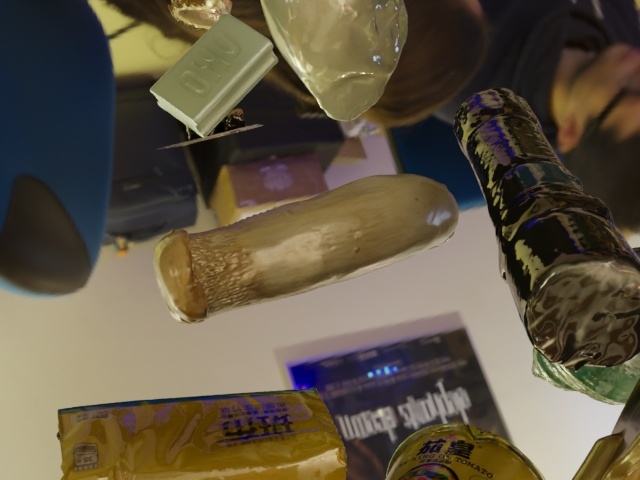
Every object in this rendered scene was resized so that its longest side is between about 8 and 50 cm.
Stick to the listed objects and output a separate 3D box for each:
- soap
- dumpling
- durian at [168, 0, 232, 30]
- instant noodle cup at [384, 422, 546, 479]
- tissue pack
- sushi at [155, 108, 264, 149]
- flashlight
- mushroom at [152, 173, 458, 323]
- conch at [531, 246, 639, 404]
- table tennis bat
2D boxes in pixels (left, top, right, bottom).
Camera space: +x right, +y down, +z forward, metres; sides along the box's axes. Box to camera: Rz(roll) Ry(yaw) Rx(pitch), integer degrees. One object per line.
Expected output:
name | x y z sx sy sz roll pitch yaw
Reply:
soap | -0.182 -0.287 1.600 0.198 0.119 0.066 -49 159 -14
dumpling | 0.020 -0.234 0.916 0.151 0.124 0.229 -24 122 1
durian | -0.224 -0.479 1.834 0.140 0.078 0.224 14 172 -14
instant noodle cup | 0.116 0.283 0.868 0.182 0.182 0.144 -33 177 32
tissue pack | -0.119 0.260 0.917 0.270 0.134 0.192 -4 119 -13
sushi | -0.205 -0.222 1.785 0.192 0.043 0.279 -13 -174 4
flashlight | 0.183 -0.038 0.816 0.103 0.424 0.103 -1 116 -1
mushroom | 0.000 0.000 0.900 0.351 0.095 0.123 -14 165 -31
conch | 0.336 0.109 1.077 0.202 0.134 0.196 -12 -154 22
table tennis bat | 0.254 0.145 0.725 0.321 0.050 0.198 -59 166 4
